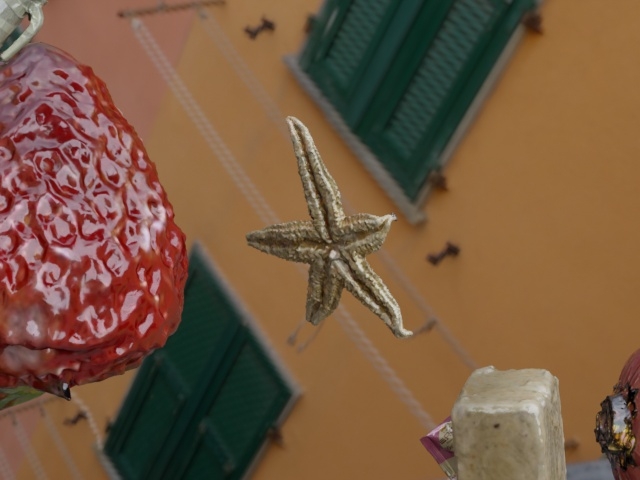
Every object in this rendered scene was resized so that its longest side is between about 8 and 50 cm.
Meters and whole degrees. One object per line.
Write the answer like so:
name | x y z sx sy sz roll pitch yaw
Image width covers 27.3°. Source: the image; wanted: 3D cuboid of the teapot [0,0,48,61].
teapot | -0.238 -0.170 0.978 0.067 0.083 0.057 47 2 11

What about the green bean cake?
green bean cake | 0.169 0.208 1.159 0.085 0.179 0.109 -3 12 18

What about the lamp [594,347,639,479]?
lamp | 0.199 0.103 0.722 0.092 0.107 0.107 5 43 -7

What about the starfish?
starfish | -0.004 0.002 1.580 0.048 0.231 0.295 -28 90 -44

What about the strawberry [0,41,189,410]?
strawberry | -0.280 0.001 1.224 0.292 0.292 0.310 -48 118 -50

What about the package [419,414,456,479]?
package | 0.141 0.186 1.283 0.083 0.029 0.059 -42 113 -17
